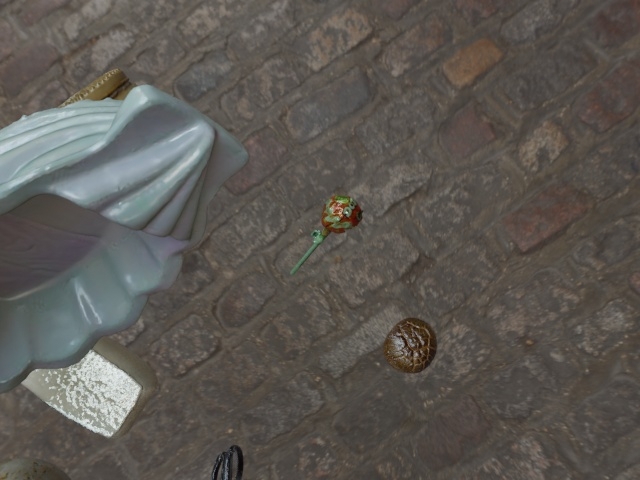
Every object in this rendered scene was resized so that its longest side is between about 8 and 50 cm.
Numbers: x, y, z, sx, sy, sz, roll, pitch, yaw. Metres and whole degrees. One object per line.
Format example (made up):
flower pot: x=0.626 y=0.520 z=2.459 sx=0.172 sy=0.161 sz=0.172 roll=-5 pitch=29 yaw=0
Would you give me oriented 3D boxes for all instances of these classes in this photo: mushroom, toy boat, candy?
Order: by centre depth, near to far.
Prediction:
toy boat: x=-0.187 y=0.000 z=0.392 sx=0.290 sy=0.199 sz=0.100 roll=-38 pitch=68 yaw=13
mushroom: x=0.190 y=0.221 z=1.226 sx=0.109 sy=0.085 sz=0.126 roll=28 pitch=62 yaw=19
mushroom: x=-0.669 y=0.613 z=1.276 sx=0.244 sy=0.243 sz=0.243 roll=-2 pitch=76 yaw=9
candy: x=0.001 y=0.000 z=1.312 sx=0.084 sy=0.287 sz=0.078 roll=19 pitch=47 yaw=-19

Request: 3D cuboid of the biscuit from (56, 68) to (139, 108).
biscuit: x=-0.447 y=-0.230 z=1.092 sx=0.259 sy=0.259 sz=0.079 roll=-39 pitch=112 yaw=-1

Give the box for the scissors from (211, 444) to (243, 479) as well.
scissors: x=-0.182 y=0.527 z=1.060 sx=0.109 sy=0.022 sz=0.299 roll=-44 pitch=31 yaw=35

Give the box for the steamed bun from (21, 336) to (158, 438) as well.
steamed bun: x=-0.452 y=0.270 z=1.153 sx=0.242 sy=0.164 sz=0.146 roll=33 pitch=86 yaw=-1
